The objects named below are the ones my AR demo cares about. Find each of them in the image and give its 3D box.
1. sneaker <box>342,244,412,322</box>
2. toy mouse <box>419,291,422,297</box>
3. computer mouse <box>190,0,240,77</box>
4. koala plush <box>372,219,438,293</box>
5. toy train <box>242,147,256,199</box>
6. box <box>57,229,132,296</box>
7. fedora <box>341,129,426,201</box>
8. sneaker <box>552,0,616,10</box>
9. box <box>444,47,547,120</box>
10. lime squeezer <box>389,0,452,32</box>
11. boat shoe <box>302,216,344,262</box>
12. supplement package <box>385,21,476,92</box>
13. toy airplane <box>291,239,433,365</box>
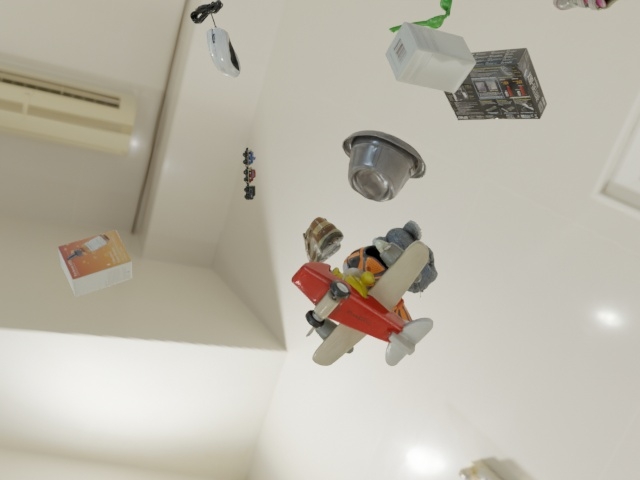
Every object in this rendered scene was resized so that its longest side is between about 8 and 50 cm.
[{"bbox_3d":[0.210,0.155,1.966,0.321,0.180,0.125,52,-130,-2],"label":"sneaker"},{"bbox_3d":[0.377,0.142,2.437,0.031,0.160,0.143,-3,169,16],"label":"toy mouse"},{"bbox_3d":[-0.256,-0.493,1.594,0.106,0.193,0.042,0,-148,36],"label":"computer mouse"},{"bbox_3d":[0.288,0.048,2.169,0.196,0.221,0.203,-22,-156,4],"label":"koala plush"},{"bbox_3d":[-0.207,-0.194,1.875,0.036,0.158,0.027,4,-159,10],"label":"toy train"},{"bbox_3d":[-0.650,0.065,1.846,0.171,0.091,0.130,-20,-120,-29],"label":"box"},{"bbox_3d":[0.159,-0.186,1.750,0.244,0.124,0.275,20,165,6],"label":"fedora"},{"bbox_3d":[0.840,-0.763,1.965,0.252,0.111,0.103,-10,147,42],"label":"sneaker"},{"bbox_3d":[0.554,-0.504,2.096,0.308,0.076,0.242,8,149,42],"label":"box"},{"bbox_3d":[0.355,-0.721,1.957,0.110,0.310,0.059,42,180,10],"label":"lime squeezer"},{"bbox_3d":[0.000,0.000,2.275,0.123,0.324,0.120,-35,-101,-20],"label":"boat shoe"},{"bbox_3d":[0.269,-0.446,1.566,0.179,0.105,0.105,5,-129,-26],"label":"supplement package"},{"bbox_3d":[0.132,0.182,1.843,0.386,0.384,0.272,-12,-147,1],"label":"toy airplane"}]
